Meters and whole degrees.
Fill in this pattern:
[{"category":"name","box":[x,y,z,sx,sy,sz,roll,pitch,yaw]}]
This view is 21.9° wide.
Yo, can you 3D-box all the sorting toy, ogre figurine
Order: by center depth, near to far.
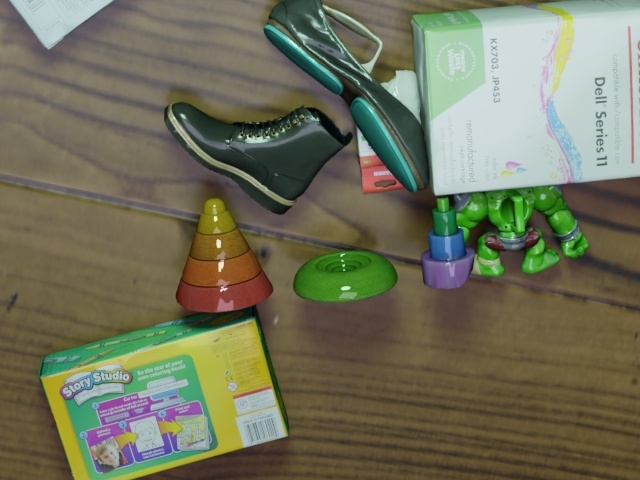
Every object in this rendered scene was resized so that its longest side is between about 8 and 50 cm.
[{"category":"sorting toy","box":[0.000,0.000,1.988,0.365,0.127,0.126,-5,108,6]},{"category":"ogre figurine","box":[0.235,-0.017,2.043,0.197,0.097,0.118,0,118,6]}]

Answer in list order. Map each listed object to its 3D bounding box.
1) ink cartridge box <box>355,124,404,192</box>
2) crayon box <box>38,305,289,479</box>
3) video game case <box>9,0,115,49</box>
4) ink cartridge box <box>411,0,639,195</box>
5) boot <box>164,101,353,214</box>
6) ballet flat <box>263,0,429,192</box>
[{"category":"ink cartridge box","box":[0.077,-0.113,2.032,0.063,0.029,0.115,-6,106,-3]},{"category":"crayon box","box":[-0.194,0.194,2.069,0.278,0.081,0.165,-15,107,-1]},{"category":"video game case","box":[-0.295,-0.399,1.898,0.244,0.061,0.269,-34,106,7]},{"category":"ink cartridge box","box":[0.296,-0.179,1.987,0.353,0.119,0.207,-6,106,-4]},{"category":"boot","box":[-0.074,-0.135,1.973,0.198,0.077,0.137,33,119,-26]},{"category":"ballet flat","box":[0.055,-0.187,1.958,0.096,0.095,0.280,-42,92,-11]}]
